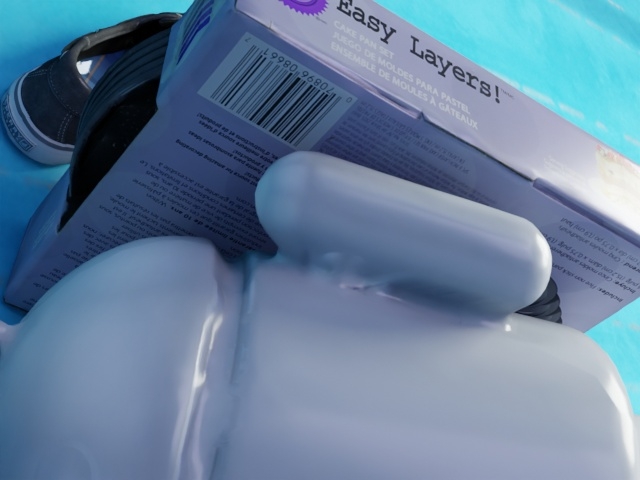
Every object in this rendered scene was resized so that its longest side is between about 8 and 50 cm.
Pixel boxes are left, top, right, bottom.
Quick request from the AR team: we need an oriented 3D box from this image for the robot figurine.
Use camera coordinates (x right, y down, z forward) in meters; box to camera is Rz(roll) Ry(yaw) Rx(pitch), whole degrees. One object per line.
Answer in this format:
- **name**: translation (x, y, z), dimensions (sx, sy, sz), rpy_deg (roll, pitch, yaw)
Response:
- **robot figurine**: translation (-0.001, 0.114, 0.534), dimensions (0.354, 0.299, 0.200), rpy_deg (15, 12, -9)

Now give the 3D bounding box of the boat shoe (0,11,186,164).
- **boat shoe**: translation (-0.101, -0.111, 0.747), dimensions (0.228, 0.076, 0.080), rpy_deg (-27, 87, -55)

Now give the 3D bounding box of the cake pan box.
- **cake pan box**: translation (0.000, 0.000, 0.607), dimensions (0.267, 0.246, 0.070), rpy_deg (26, 43, -21)
